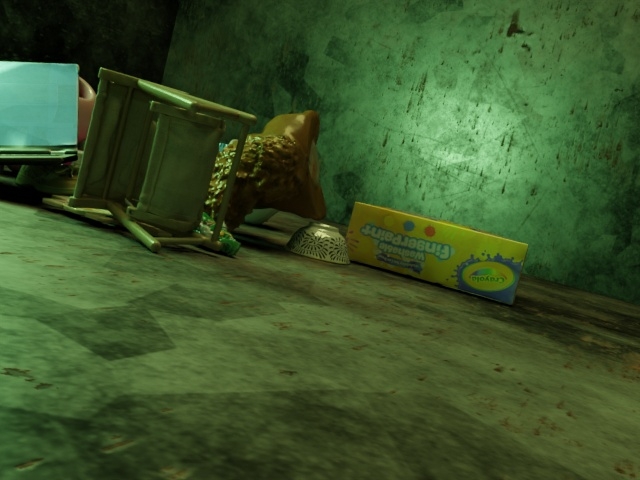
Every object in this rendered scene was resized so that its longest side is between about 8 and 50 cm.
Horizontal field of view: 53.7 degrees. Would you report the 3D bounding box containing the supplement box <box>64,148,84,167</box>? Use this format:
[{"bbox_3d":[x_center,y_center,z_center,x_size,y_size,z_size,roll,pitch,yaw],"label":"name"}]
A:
[{"bbox_3d":[-0.639,-0.182,1.659,0.111,0.113,0.220,16,6,8],"label":"supplement box"}]

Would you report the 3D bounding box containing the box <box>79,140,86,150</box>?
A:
[{"bbox_3d":[-0.602,-0.211,1.881,0.232,0.148,0.127,13,4,-19],"label":"box"}]

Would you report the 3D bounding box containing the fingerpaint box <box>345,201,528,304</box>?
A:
[{"bbox_3d":[0.326,0.024,1.732,0.445,0.163,0.371,15,5,17],"label":"fingerpaint box"}]

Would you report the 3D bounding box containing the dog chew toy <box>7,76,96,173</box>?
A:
[{"bbox_3d":[-0.754,-0.306,1.727,0.207,0.332,0.206,38,26,-23],"label":"dog chew toy"}]

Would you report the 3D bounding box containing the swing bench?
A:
[{"bbox_3d":[-0.283,-0.139,1.113,0.255,0.253,0.165,24,13,31],"label":"swing bench"}]

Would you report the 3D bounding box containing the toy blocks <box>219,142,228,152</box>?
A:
[{"bbox_3d":[-0.340,-0.243,2.369,0.382,0.260,0.191,17,5,33],"label":"toy blocks"}]

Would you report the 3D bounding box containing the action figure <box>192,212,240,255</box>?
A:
[{"bbox_3d":[-0.230,-0.033,1.239,0.232,0.063,0.137,36,11,36],"label":"action figure"}]

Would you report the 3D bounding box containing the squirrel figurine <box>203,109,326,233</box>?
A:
[{"bbox_3d":[-0.202,-0.160,1.535,0.371,0.280,0.397,-3,10,12],"label":"squirrel figurine"}]

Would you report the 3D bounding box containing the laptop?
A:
[{"bbox_3d":[-0.719,-0.280,1.317,0.382,0.236,0.408,-2,9,-15],"label":"laptop"}]

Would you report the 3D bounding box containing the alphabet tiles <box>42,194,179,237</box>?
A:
[{"bbox_3d":[-0.402,-0.048,1.286,0.284,0.021,0.278,16,5,25],"label":"alphabet tiles"}]

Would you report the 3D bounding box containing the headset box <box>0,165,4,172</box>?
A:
[{"bbox_3d":[-0.924,-0.309,1.658,0.293,0.218,0.110,17,7,32],"label":"headset box"}]

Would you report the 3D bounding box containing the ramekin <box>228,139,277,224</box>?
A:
[{"bbox_3d":[-0.234,-0.181,2.048,0.277,0.135,0.277,44,16,-16],"label":"ramekin"}]

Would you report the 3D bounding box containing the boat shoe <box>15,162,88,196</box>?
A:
[{"bbox_3d":[-0.605,-0.150,1.446,0.285,0.089,0.105,14,2,35],"label":"boat shoe"}]

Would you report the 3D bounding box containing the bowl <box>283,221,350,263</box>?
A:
[{"bbox_3d":[0.000,0.000,1.567,0.170,0.080,0.170,13,4,-1],"label":"bowl"}]
